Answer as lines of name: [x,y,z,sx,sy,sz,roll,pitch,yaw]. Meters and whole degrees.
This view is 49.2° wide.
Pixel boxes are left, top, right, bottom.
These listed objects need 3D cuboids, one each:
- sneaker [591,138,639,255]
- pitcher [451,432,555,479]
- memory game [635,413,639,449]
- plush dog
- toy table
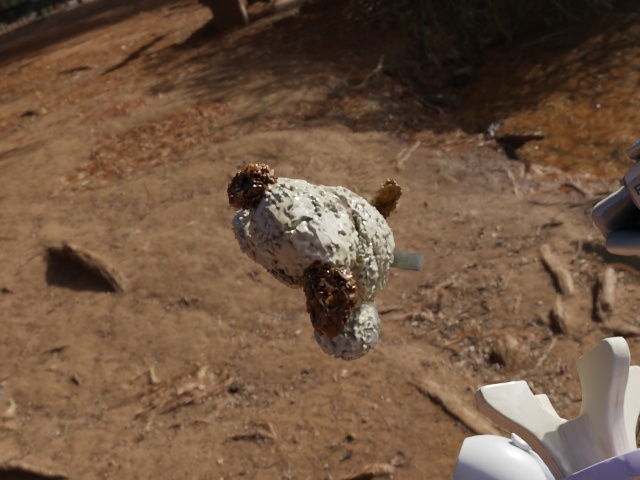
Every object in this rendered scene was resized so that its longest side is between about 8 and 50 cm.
sneaker: [0.243,-0.051,0.370,0.129,0.297,0.111,-11,65,-2]
pitcher: [0.313,0.351,1.056,0.207,0.178,0.125,16,5,18]
memory game: [0.453,0.296,0.997,0.012,0.186,0.186,20,40,19]
plush dog: [0.000,0.000,0.845,0.210,0.262,0.225,-45,-17,14]
toy table: [0.327,0.249,0.879,0.252,0.274,0.161,4,54,-28]
